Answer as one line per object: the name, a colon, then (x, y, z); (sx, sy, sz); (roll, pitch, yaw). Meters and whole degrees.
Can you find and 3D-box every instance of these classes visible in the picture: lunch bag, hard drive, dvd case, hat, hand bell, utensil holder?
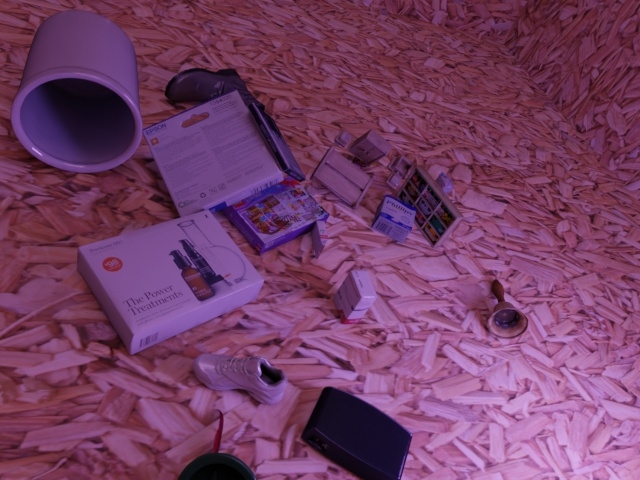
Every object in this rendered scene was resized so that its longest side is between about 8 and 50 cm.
lunch bag: (0.492, -0.225, 2.141); (0.053, 0.071, 0.083); (5, 46, -26)
hard drive: (0.097, 0.468, 1.276); (0.255, 0.054, 0.172); (30, 42, 2)
dvd case: (-0.133, -0.300, 1.647); (0.238, 0.030, 0.179); (62, 11, 11)
hat: (-0.198, 0.503, 1.113); (0.173, 0.183, 0.208); (22, 84, 3)
hand bell: (0.610, 0.208, 1.784); (0.126, 0.126, 0.242); (24, 30, -5)
utensil holder: (-0.697, -0.446, 1.552); (0.328, 0.327, 0.385); (4, 46, -25)

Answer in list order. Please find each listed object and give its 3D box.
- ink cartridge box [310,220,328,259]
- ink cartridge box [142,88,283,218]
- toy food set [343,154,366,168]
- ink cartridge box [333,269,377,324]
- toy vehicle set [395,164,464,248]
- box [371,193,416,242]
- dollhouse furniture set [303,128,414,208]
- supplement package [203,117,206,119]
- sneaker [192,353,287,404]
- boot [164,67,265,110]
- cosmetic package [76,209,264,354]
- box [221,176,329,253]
ink cartridge box: (0.000, 0.000, 1.672); (0.029, 0.063, 0.115); (5, 48, -21)
ink cartridge box: (-0.326, -0.256, 1.604); (0.324, 0.071, 0.330); (-26, 72, -8)
toy food set: (0.145, -0.308, 2.080); (0.122, 0.019, 0.078); (-11, 55, -39)
ink cartridge box: (0.097, 0.162, 1.513); (0.056, 0.135, 0.099); (2, 49, -27)
toy vehicle set: (0.388, -0.124, 1.918); (0.035, 0.166, 0.266); (-9, 54, -35)
box: (0.261, -0.079, 1.879); (0.126, 0.072, 0.137); (26, 42, -4)
dollhouse furniture set: (0.118, -0.212, 1.949); (0.303, 0.174, 0.355); (36, 74, -12)
supplement package: (-0.270, -0.315, 1.773); (0.203, 0.149, 0.194); (42, 44, 12)
sneaker: (-0.181, 0.302, 1.246); (0.232, 0.115, 0.090); (18, 43, -11)
boot: (-0.377, -0.525, 1.954); (0.338, 0.118, 0.222); (-25, 69, -37)
cosmetic package: (-0.380, 0.088, 1.369); (0.377, 0.097, 0.284); (-22, 59, -40)
box: (-0.139, -0.089, 1.690); (0.293, 0.057, 0.201); (-25, 65, -41)
